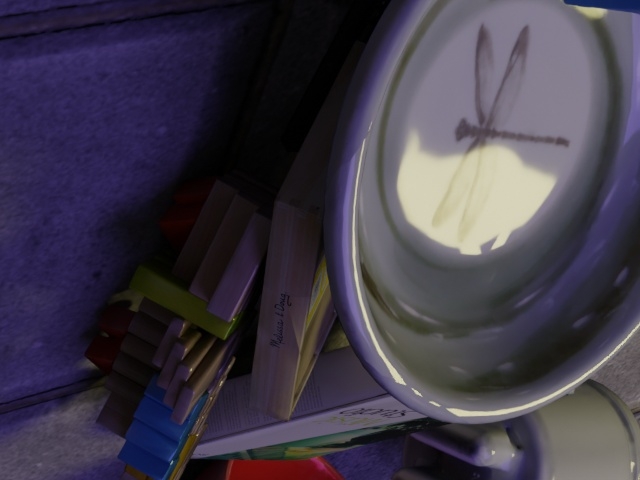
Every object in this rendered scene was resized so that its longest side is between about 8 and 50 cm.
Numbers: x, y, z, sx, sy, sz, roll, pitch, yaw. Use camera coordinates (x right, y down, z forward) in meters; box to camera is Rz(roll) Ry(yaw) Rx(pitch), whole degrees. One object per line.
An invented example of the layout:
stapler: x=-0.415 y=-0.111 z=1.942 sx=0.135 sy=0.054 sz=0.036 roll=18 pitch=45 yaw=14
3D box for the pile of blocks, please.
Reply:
pile of blocks: x=-0.131 y=0.084 z=1.279 sx=0.149 sy=0.113 sz=0.362 roll=-55 pitch=171 yaw=-53

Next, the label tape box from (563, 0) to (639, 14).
label tape box: x=0.315 y=-0.291 z=1.046 sx=0.348 sy=0.115 sz=0.249 roll=-14 pitch=108 yaw=-33

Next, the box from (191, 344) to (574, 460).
box: x=0.035 y=0.145 z=1.474 sx=0.322 sy=0.058 sz=0.232 roll=-17 pitch=163 yaw=35

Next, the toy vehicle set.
toy vehicle set: x=0.000 y=0.000 z=1.230 sx=0.267 sy=0.035 sz=0.166 roll=100 pitch=13 yaw=-51

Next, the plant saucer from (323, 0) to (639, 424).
plant saucer: x=0.137 y=-0.071 z=1.141 sx=0.400 sy=0.100 sz=0.400 roll=-19 pitch=121 yaw=-34

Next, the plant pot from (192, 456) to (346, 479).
plant pot: x=-0.091 y=0.366 z=1.638 sx=0.243 sy=0.275 sz=0.275 roll=-36 pitch=153 yaw=25

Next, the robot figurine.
robot figurine: x=0.232 y=0.247 z=1.814 sx=0.353 sy=0.200 sz=0.299 roll=7 pitch=103 yaw=-49

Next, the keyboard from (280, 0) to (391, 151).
keyboard: x=0.047 y=-0.134 z=1.233 sx=0.108 sy=0.023 sz=0.180 roll=-8 pitch=143 yaw=-38
